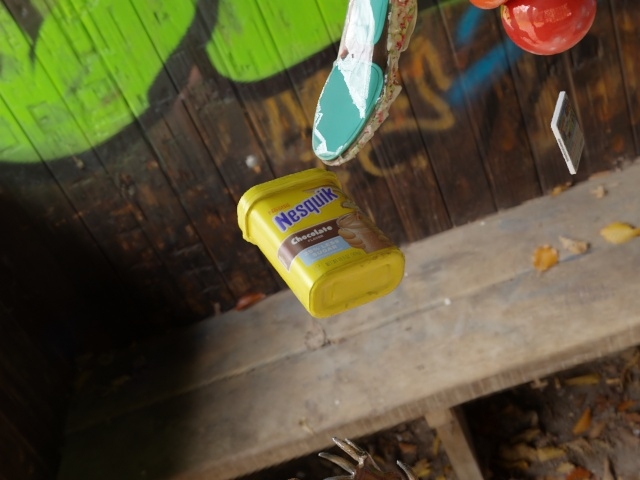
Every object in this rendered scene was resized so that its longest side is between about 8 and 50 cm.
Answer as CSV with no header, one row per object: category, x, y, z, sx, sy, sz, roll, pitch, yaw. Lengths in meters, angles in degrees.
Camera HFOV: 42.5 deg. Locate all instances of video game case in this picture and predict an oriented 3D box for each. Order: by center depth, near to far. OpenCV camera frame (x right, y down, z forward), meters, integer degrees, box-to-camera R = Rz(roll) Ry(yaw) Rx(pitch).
video game case,0.440,-0.190,1.462,0.011,0.122,0.087,-2,49,36

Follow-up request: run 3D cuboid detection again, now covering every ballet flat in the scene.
ballet flat,0.060,-0.191,0.856,0.077,0.241,0.091,-1,23,-46

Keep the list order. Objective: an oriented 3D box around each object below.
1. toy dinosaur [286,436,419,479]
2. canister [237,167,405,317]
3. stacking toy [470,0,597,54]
toy dinosaur,-0.021,0.346,1.050,0.295,0.200,0.127,-2,35,-23
canister,0.000,0.000,0.910,0.126,0.073,0.170,-19,43,-22
stacking toy,0.129,-0.296,0.751,0.141,0.330,0.141,-48,19,22
